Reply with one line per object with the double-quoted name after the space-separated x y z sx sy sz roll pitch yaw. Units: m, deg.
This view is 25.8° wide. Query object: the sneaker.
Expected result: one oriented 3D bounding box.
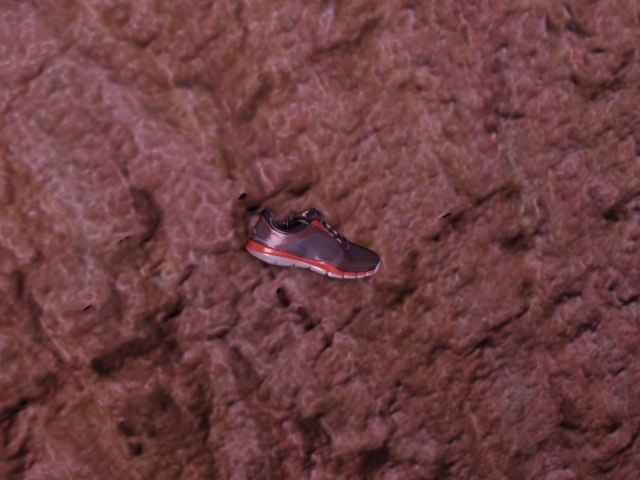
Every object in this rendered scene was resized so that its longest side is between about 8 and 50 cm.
0.000 0.000 1.517 0.158 0.061 0.064 10 101 -27 "sneaker"
